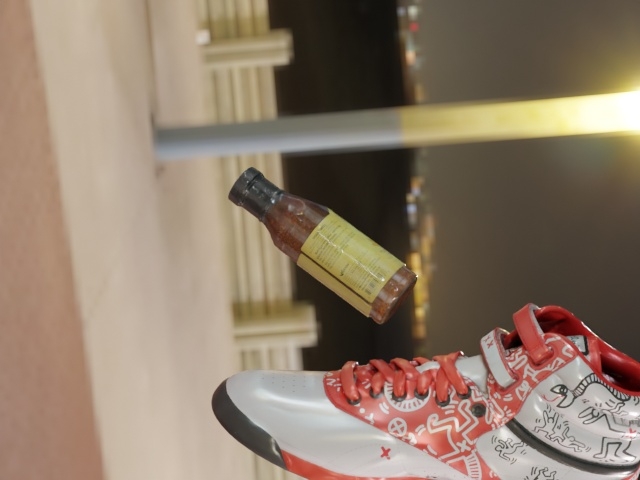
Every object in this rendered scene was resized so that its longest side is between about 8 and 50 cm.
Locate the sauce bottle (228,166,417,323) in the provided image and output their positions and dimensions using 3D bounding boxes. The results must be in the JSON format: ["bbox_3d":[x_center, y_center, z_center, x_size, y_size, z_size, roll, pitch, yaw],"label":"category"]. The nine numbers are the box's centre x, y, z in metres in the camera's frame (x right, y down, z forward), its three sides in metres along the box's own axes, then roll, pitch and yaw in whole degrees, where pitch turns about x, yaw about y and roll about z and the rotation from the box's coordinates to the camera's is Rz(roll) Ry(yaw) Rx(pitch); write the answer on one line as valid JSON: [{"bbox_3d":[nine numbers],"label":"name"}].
[{"bbox_3d":[0.000,0.000,1.106,0.042,0.128,0.042,-50,170,-11],"label":"sauce bottle"}]

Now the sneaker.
[{"bbox_3d":[0.079,0.093,1.104,0.090,0.270,0.145,-85,-163,-67],"label":"sneaker"}]
